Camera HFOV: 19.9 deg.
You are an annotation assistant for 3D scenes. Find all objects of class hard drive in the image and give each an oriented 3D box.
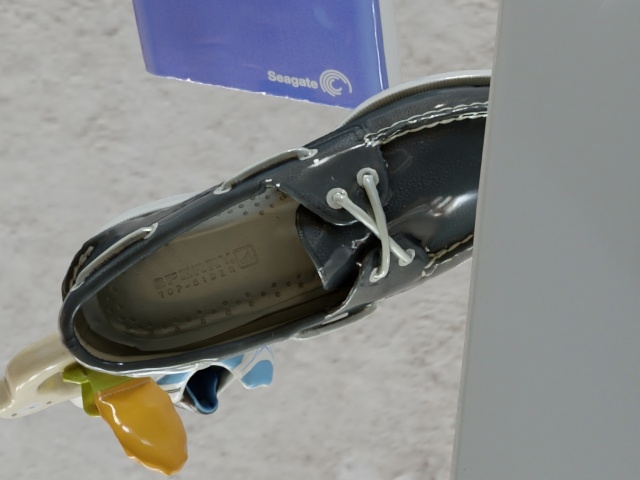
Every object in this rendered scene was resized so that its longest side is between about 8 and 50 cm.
[{"bbox_3d":[-0.056,-0.248,1.277,0.210,0.040,0.319,12,130,26],"label":"hard drive"}]

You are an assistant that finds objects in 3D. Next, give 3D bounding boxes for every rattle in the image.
[{"bbox_3d":[-0.190,0.143,1.409,0.199,0.130,0.143,-33,87,27],"label":"rattle"}]

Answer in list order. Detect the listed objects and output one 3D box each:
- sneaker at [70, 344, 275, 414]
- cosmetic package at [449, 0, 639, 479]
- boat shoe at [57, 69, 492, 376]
[{"bbox_3d":[-0.135,0.116,1.562,0.237,0.085,0.086,-21,71,39],"label":"sneaker"},{"bbox_3d":[0.137,0.026,0.672,0.097,0.377,0.284,9,95,17],"label":"cosmetic package"},{"bbox_3d":[0.000,0.000,0.985,0.302,0.091,0.114,-25,105,13],"label":"boat shoe"}]
